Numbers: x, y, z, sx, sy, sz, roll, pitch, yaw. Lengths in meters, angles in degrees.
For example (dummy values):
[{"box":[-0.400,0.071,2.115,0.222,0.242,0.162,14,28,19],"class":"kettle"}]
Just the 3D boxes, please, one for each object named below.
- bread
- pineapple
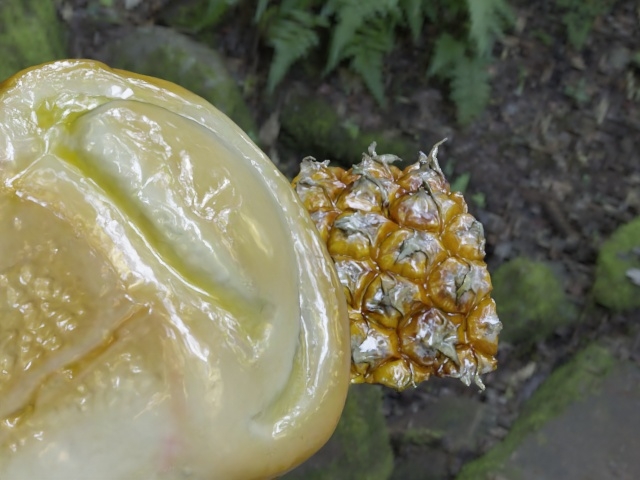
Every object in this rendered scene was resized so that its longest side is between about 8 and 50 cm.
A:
[{"box":[-0.136,0.035,0.862,0.316,0.270,0.211,53,15,-3],"class":"bread"},{"box":[-0.003,0.000,1.275,0.286,0.209,0.344,-3,20,-24],"class":"pineapple"}]
